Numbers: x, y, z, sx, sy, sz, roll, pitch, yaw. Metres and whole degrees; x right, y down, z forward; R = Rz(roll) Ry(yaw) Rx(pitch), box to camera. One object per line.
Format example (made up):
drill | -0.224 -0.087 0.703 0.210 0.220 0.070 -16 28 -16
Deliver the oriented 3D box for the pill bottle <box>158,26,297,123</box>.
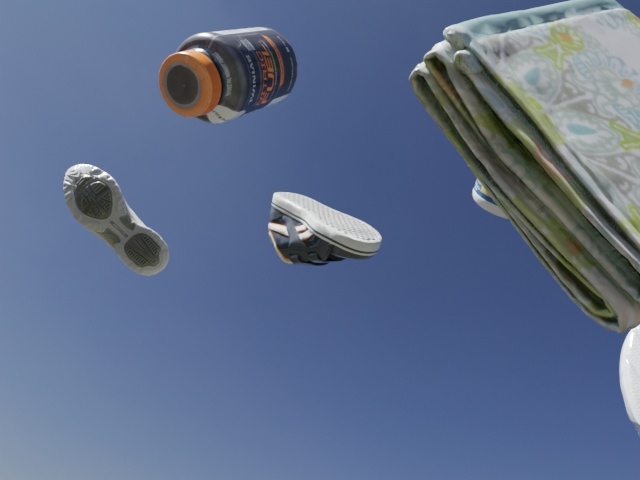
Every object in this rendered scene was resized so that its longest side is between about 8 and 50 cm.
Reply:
pill bottle | -0.142 -0.258 0.809 0.130 0.246 0.131 10 -63 20

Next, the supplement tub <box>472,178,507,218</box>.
supplement tub | 0.399 -0.153 1.026 0.144 0.144 0.200 15 -63 5

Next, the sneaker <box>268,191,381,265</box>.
sneaker | 0.000 0.000 1.055 0.126 0.128 0.321 2 17 -34

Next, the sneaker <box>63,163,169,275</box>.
sneaker | -0.363 -0.028 0.915 0.232 0.090 0.115 53 -19 -5

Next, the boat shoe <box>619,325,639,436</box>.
boat shoe | 0.410 0.245 0.543 0.121 0.335 0.119 -16 -43 17

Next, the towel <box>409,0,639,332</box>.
towel | 0.308 -0.111 0.544 0.321 0.374 0.090 57 -31 17
